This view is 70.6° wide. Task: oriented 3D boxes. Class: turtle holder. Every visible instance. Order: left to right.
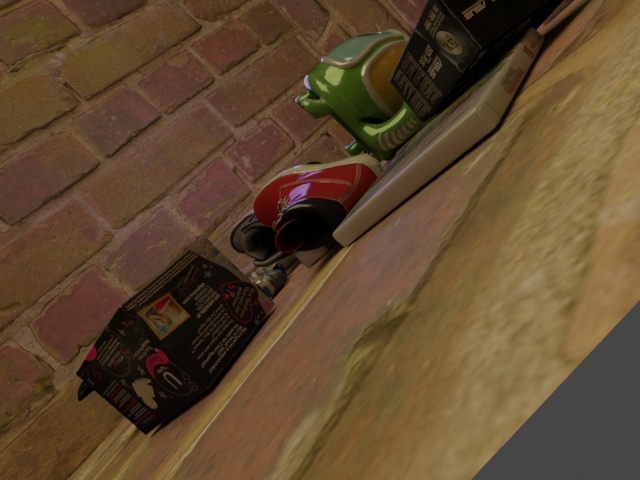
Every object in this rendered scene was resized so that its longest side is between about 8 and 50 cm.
[{"bbox_3d":[0.100,-0.286,0.873,0.227,0.243,0.320,-46,4,9],"label":"turtle holder"}]

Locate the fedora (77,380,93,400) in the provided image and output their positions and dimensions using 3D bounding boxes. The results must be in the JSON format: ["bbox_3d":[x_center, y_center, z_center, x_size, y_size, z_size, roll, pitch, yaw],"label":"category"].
[{"bbox_3d":[-0.366,0.260,1.007,0.334,0.152,0.334,-47,4,5],"label":"fedora"}]

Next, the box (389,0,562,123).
[{"bbox_3d":[0.178,-0.238,0.525,0.147,0.078,0.180,-36,-4,-10],"label":"box"}]

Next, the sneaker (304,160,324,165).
[{"bbox_3d":[-0.080,-0.079,1.196,0.286,0.109,0.130,-41,-7,-13],"label":"sneaker"}]

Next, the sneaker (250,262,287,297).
[{"bbox_3d":[-0.085,0.069,0.805,0.058,0.052,0.135,-37,11,-8],"label":"sneaker"}]

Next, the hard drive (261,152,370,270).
[{"bbox_3d":[0.004,-0.069,1.125,0.233,0.047,0.353,-44,6,38],"label":"hard drive"}]

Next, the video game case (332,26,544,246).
[{"bbox_3d":[0.123,-0.106,0.489,0.206,0.026,0.227,-51,5,-39],"label":"video game case"}]

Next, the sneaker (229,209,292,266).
[{"bbox_3d":[-0.123,-0.009,0.909,0.268,0.101,0.153,-14,12,38],"label":"sneaker"}]

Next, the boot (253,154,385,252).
[{"bbox_3d":[-0.046,-0.037,0.637,0.244,0.088,0.176,-11,25,43],"label":"boot"}]

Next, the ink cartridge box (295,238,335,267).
[{"bbox_3d":[0.000,0.000,0.670,0.048,0.028,0.083,-42,6,31],"label":"ink cartridge box"}]

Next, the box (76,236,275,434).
[{"bbox_3d":[-0.204,0.141,0.636,0.247,0.142,0.163,-41,6,41],"label":"box"}]

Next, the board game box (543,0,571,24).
[{"bbox_3d":[0.341,-0.348,0.551,0.103,0.026,0.154,-50,6,-34],"label":"board game box"}]

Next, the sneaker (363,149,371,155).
[{"bbox_3d":[0.203,-0.314,1.211,0.224,0.083,0.098,-46,9,-5],"label":"sneaker"}]
